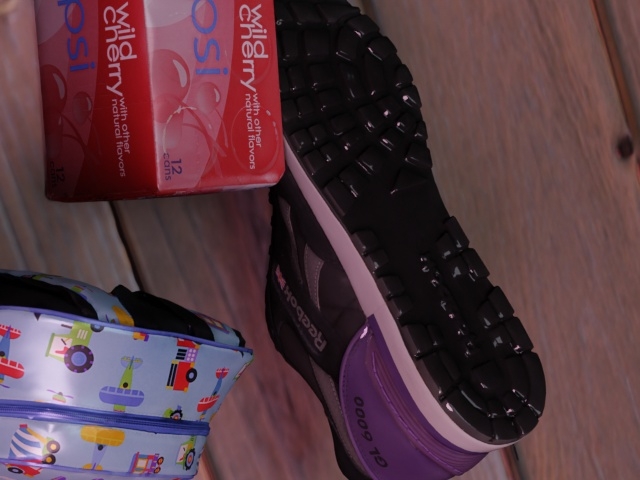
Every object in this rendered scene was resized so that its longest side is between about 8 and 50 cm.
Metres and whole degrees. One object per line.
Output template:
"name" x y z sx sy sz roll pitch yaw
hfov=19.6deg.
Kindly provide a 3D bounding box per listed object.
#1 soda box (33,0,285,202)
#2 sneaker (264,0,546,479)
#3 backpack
"soda box" -0.083 -0.152 0.894 0.092 0.083 0.263 -7 92 -47
"sneaker" 0.000 0.000 0.973 0.107 0.124 0.283 -6 68 -43
"backpack" -0.119 0.073 0.778 0.158 0.173 0.117 16 76 -46
